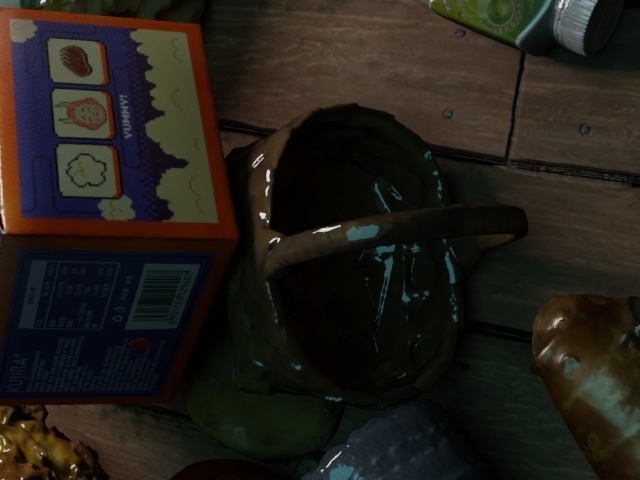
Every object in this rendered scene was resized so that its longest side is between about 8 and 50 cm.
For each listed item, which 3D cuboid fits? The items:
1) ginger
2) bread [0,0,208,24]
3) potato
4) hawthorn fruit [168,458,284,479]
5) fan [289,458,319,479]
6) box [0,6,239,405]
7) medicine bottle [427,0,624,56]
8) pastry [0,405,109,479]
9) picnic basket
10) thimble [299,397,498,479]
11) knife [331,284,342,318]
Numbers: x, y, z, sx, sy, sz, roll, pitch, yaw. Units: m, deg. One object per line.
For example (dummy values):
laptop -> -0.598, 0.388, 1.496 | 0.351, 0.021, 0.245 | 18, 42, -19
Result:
ginger -> 0.383, 0.203, 1.218 | 0.254, 0.176, 0.418 | -38, 72, 14
bread -> -0.290, -0.402, 1.577 | 0.239, 0.264, 0.395 | 16, 96, 33
potato -> -0.103, 0.133, 1.531 | 0.239, 0.116, 0.299 | -23, 75, 31
hawthorn fruit -> -0.129, 0.352, 1.506 | 0.225, 0.196, 0.197 | -5, 84, 59
fan -> -0.003, 0.283, 1.523 | 0.056, 0.004, 0.083 | 42, 107, 25
box -> -0.272, -0.027, 1.419 | 0.349, 0.256, 0.319 | 117, 146, -50
medicine bottle -> 0.231, -0.276, 1.372 | 0.188, 0.088, 0.132 | 29, 101, 28
pastry -> -0.436, 0.418, 1.602 | 0.337, 0.292, 0.405 | 38, 96, 14
picnic basket -> 0.066, 0.008, 1.321 | 0.337, 0.293, 0.337 | 5, 96, 53
thimble -> 0.090, 0.294, 1.341 | 0.205, 0.236, 0.172 | -43, 70, 14
knife -> 0.000, 0.000, 1.502 | 0.031, 0.064, 0.222 | -13, 83, 10
